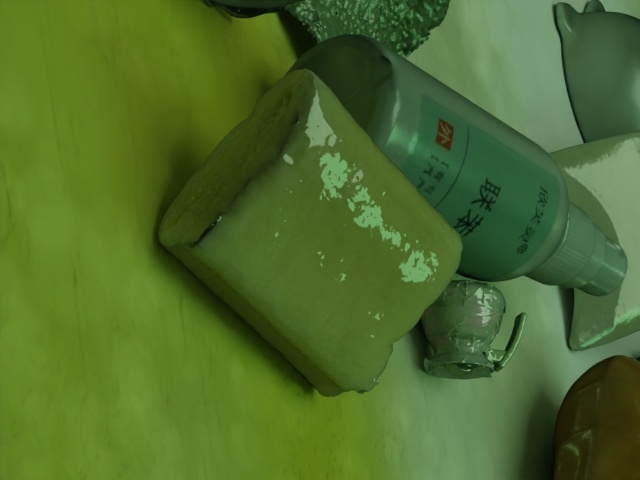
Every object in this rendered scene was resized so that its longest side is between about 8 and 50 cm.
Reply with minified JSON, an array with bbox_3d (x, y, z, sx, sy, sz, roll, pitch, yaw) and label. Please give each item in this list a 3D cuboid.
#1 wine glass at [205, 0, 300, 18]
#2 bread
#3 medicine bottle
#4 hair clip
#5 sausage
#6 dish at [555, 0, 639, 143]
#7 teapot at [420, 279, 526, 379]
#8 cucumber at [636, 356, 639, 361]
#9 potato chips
[{"bbox_3d":[-0.046,-0.244,1.131,0.122,0.122,0.183,20,63,-56],"label":"wine glass"},{"bbox_3d":[0.000,0.000,1.053,0.139,0.060,0.178,-52,129,-6],"label":"bread"},{"bbox_3d":[0.111,-0.031,1.241,0.352,0.110,0.110,27,51,-47],"label":"medicine bottle"},{"bbox_3d":[0.297,-0.015,1.592,0.282,0.113,0.173,-14,86,-61],"label":"hair clip"},{"bbox_3d":[0.232,0.200,1.344,0.136,0.120,0.241,40,40,-22],"label":"sausage"},{"bbox_3d":[0.325,-0.154,1.752,0.236,0.086,0.228,42,40,-44],"label":"dish"},{"bbox_3d":[0.108,0.067,1.254,0.083,0.064,0.064,10,70,-19],"label":"teapot"},{"bbox_3d":[0.366,0.134,1.688,0.245,0.067,0.067,14,62,-60],"label":"cucumber"},{"bbox_3d":[0.035,-0.170,1.250,0.167,0.059,0.228,16,91,-41],"label":"potato chips"}]
